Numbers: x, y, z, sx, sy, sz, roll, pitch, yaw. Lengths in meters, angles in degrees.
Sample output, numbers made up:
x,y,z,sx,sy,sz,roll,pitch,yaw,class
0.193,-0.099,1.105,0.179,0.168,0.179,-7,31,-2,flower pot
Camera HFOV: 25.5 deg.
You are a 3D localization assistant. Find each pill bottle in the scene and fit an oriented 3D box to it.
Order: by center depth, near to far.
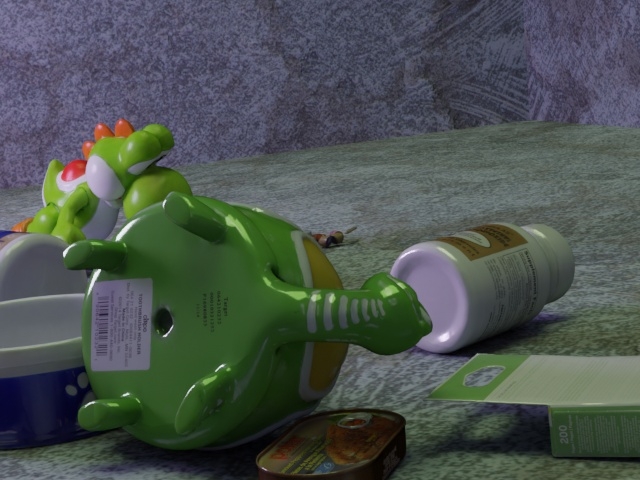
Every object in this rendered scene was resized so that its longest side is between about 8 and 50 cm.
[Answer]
x,y,z,sx,sy,sz,roll,pitch,yaw,class
0.200,0.047,1.689,0.131,0.131,0.229,4,13,43,pill bottle
-0.445,0.060,1.887,0.264,0.153,0.153,4,13,44,pill bottle

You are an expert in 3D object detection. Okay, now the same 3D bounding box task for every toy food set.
x,y,z,sx,sy,sz,roll,pitch,yaw,class
0.000,0.000,2.424,0.122,0.019,0.078,-10,7,20,toy food set

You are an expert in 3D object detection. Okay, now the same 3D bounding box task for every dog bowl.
x,y,z,sx,sy,sz,roll,pitch,yaw,class
-0.307,0.135,1.513,0.265,0.104,0.265,-5,10,1,dog bowl

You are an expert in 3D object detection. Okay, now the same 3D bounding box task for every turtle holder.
x,y,z,sx,sy,sz,roll,pitch,yaw,class
-0.071,0.064,1.336,0.320,0.243,0.227,-40,-30,30,turtle holder

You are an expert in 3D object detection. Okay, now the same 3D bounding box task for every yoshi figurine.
x,y,z,sx,sy,sz,roll,pitch,yaw,class
-0.331,-0.037,2.244,0.203,0.203,0.362,28,-44,-26,yoshi figurine

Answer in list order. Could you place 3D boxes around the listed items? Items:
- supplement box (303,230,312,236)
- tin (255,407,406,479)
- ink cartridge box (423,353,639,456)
x,y,z,sx,sy,sz,roll,pitch,yaw,class
-0.144,0.031,2.142,0.239,0.073,0.130,0,10,26,supplement box
0.011,0.189,1.236,0.106,0.040,0.189,3,11,19,tin
0.234,0.148,1.303,0.235,0.056,0.171,-4,9,25,ink cartridge box
